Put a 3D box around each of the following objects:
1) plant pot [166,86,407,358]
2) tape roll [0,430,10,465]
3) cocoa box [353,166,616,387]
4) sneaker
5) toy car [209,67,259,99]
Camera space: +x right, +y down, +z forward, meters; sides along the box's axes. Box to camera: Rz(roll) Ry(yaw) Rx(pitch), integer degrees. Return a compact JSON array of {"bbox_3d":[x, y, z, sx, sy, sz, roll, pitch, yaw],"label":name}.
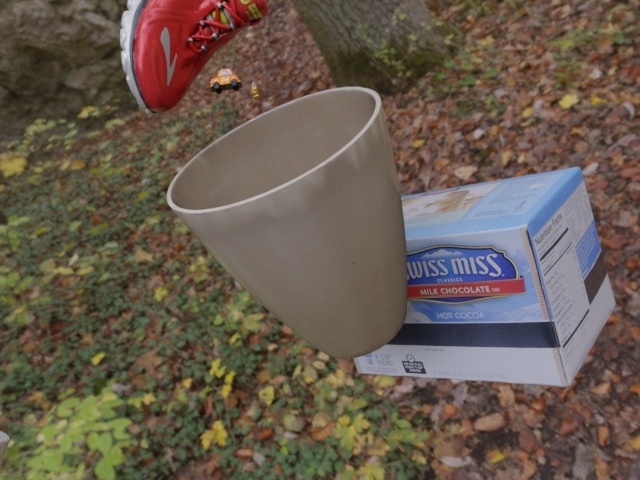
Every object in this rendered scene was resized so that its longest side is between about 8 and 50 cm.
[{"bbox_3d":[0.000,0.000,0.717,0.256,0.274,0.257,-21,29,12],"label":"plant pot"},{"bbox_3d":[-0.629,0.317,0.895,0.286,0.286,0.100,-11,61,54],"label":"tape roll"},{"bbox_3d":[0.212,0.052,0.897,0.347,0.228,0.231,-7,19,42],"label":"cocoa box"},{"bbox_3d":[-0.119,-0.259,0.662,0.118,0.107,0.279,14,68,24],"label":"sneaker"},{"bbox_3d":[-0.158,-0.285,1.094,0.060,0.041,0.122,-11,-3,15],"label":"toy car"}]
